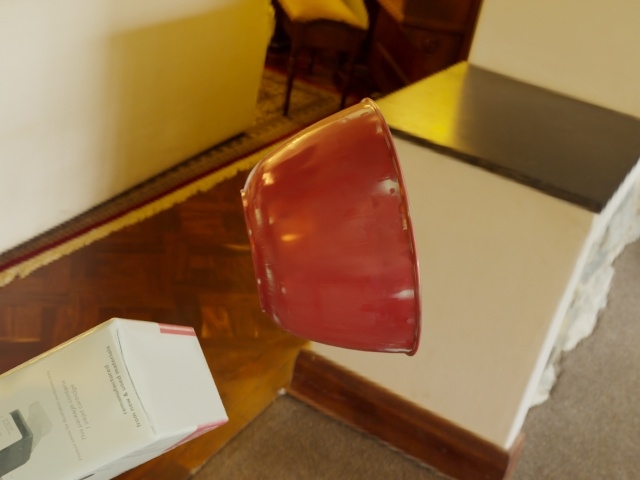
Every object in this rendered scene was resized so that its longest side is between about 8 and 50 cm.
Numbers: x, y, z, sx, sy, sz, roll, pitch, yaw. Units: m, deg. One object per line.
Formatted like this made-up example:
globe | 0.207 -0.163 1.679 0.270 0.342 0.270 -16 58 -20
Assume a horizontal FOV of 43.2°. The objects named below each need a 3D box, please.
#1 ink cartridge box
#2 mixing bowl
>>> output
ink cartridge box | -0.201 0.147 0.609 0.217 0.092 0.158 -25 -13 7
mixing bowl | 0.000 0.000 0.559 0.098 0.182 0.181 -11 32 -5
